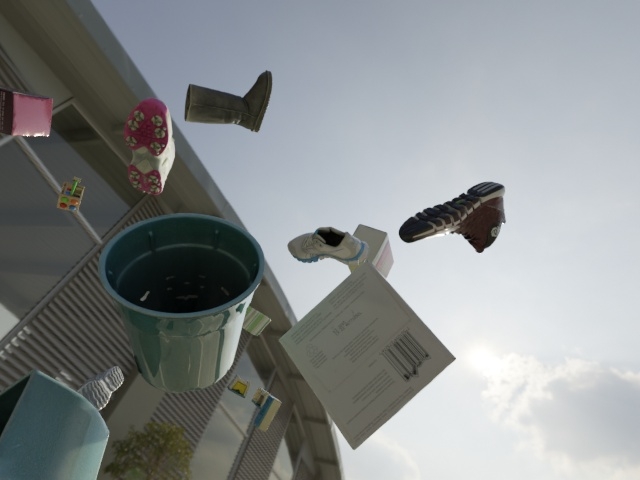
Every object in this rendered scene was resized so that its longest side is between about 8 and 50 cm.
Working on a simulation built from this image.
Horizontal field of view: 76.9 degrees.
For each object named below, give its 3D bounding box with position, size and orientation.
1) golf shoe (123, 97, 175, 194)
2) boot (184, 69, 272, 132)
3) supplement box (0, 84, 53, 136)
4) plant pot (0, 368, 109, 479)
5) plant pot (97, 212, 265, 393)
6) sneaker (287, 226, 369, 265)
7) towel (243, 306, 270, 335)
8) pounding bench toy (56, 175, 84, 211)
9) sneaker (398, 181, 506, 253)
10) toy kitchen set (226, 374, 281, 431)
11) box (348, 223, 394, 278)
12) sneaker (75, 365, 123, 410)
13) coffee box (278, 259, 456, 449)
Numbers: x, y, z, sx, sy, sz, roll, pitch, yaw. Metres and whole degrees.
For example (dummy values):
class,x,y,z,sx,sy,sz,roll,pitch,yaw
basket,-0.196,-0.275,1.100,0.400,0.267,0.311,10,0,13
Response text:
class,x,y,z,sx,sy,sz,roll,pitch,yaw
golf shoe,-0.454,-0.269,1.098,0.115,0.140,0.306,22,-44,-10
boot,-0.247,-0.388,1.083,0.209,0.076,0.189,10,-63,-25
supplement box,-0.640,-0.261,0.771,0.188,0.104,0.080,15,-77,0
plant pot,-0.658,0.497,0.933,0.248,0.247,0.252,-32,-52,19
plant pot,-0.323,0.167,0.971,0.341,0.341,0.334,18,-54,5
sneaker,0.000,0.000,0.810,0.191,0.071,0.083,-1,-32,38
towel,-0.330,0.386,1.948,0.152,0.023,0.113,40,-87,-28
pounding bench toy,-0.696,-0.130,1.126,0.052,0.065,0.083,16,-51,-31
sneaker,0.345,-0.019,1.004,0.281,0.106,0.162,-25,-67,1
toy kitchen set,-0.284,0.644,1.612,0.166,0.122,0.207,36,-20,-16
box,0.196,0.069,1.595,0.127,0.148,0.232,19,-24,27
sneaker,-0.832,0.560,1.464,0.115,0.281,0.105,-23,-89,1
coffee box,0.150,0.320,1.169,0.338,0.338,0.334,49,2,24
